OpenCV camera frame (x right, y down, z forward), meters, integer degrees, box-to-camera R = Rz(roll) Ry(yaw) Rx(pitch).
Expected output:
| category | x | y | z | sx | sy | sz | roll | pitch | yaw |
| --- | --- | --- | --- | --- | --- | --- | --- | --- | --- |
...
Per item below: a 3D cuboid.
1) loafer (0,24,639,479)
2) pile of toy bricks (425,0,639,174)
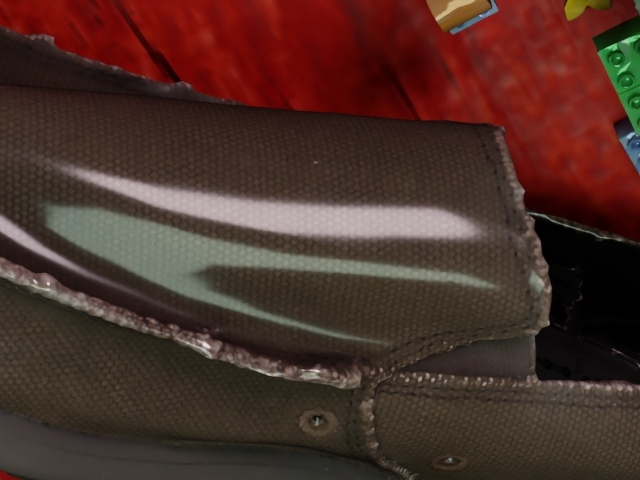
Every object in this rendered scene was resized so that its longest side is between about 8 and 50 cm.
| category | x | y | z | sx | sy | sz | roll | pitch | yaw |
| --- | --- | --- | --- | --- | --- | --- | --- | --- | --- |
| loafer | 0.000 | 0.000 | 0.528 | 0.366 | 0.134 | 0.130 | 21 | 124 | -30 |
| pile of toy bricks | 0.097 | -0.063 | 0.504 | 0.118 | 0.105 | 0.212 | -28 | 121 | 13 |
